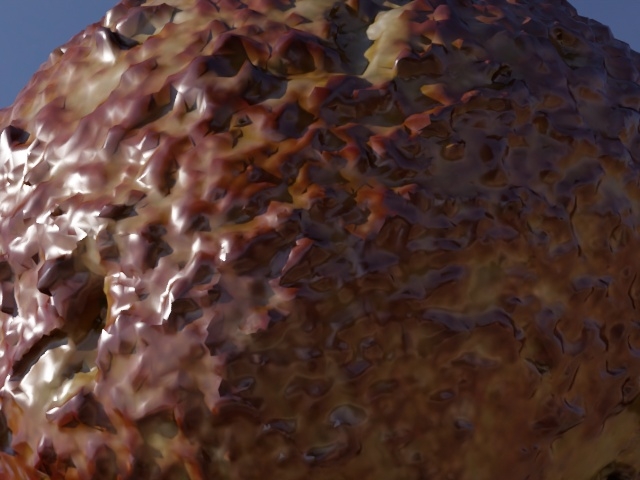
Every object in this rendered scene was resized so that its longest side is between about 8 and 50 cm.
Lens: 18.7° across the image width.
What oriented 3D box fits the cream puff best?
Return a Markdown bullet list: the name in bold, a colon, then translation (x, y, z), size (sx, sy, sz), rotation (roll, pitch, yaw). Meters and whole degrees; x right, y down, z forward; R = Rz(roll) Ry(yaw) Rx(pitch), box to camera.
- **cream puff**: translation (-0.001, -0.001, 0.763), size (0.350, 0.350, 0.228), rotation (-17, -74, -5)
